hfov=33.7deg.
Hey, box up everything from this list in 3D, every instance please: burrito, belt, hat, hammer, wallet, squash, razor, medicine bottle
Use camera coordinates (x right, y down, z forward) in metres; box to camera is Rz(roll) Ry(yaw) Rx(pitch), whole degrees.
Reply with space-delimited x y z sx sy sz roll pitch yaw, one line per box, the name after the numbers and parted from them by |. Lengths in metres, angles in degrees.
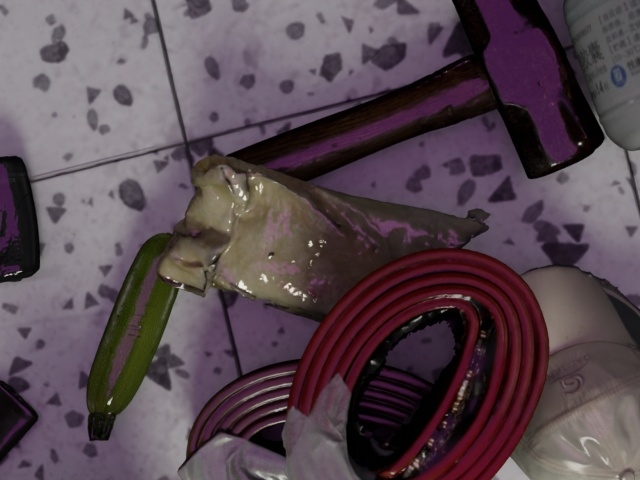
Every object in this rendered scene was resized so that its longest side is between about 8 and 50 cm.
-0.002 0.011 1.180 0.348 0.107 0.175 11 116 -4 | burrito
0.088 0.156 1.069 0.227 0.115 0.324 38 88 10 | belt
0.283 0.159 1.151 0.232 0.161 0.275 -25 83 -2 | hat
0.089 -0.139 1.206 0.409 0.095 0.242 -21 87 5 | hammer
-0.412 0.241 1.255 0.082 0.018 0.156 43 92 4 | wallet
-0.219 0.109 1.224 0.066 0.066 0.252 22 89 4 | squash
-0.380 -0.023 1.244 0.090 0.054 0.148 -11 88 3 | razor
0.014 0.240 1.182 0.339 0.122 0.217 4 86 2 | belt
0.378 -0.271 1.114 0.245 0.245 0.306 -18 86 3 | medicine bottle
